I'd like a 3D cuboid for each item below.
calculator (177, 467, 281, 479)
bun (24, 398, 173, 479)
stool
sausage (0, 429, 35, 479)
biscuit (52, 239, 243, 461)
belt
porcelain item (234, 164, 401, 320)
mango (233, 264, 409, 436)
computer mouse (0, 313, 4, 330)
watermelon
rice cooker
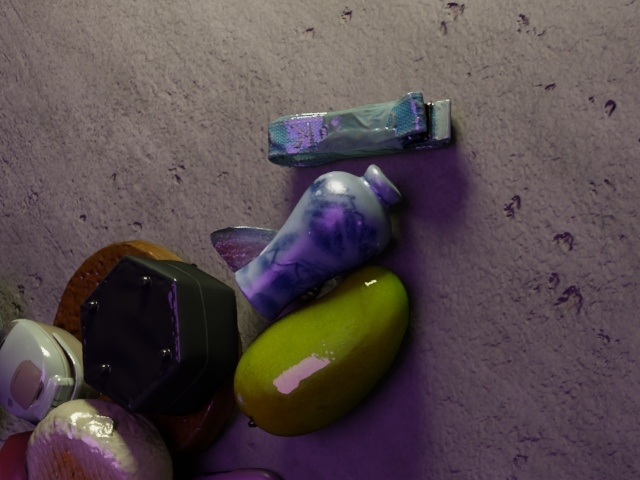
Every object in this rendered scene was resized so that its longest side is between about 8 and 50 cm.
[{"bbox_3d":[-0.161,0.441,1.653,0.294,0.043,0.194,-18,69,28],"label":"calculator"},{"bbox_3d":[-0.323,0.339,1.651,0.244,0.153,0.244,7,111,17],"label":"bun"},{"bbox_3d":[-0.236,0.138,1.618,0.232,0.141,0.232,-6,79,35],"label":"stool"},{"bbox_3d":[-0.462,0.427,1.799,0.148,0.148,0.254,-22,67,28],"label":"sausage"},{"bbox_3d":[-0.287,0.189,1.781,0.394,0.070,0.350,44,108,32],"label":"biscuit"},{"bbox_3d":[0.053,-0.156,1.620,0.302,0.087,0.072,-6,72,33],"label":"belt"},{"bbox_3d":[0.000,0.000,1.577,0.259,0.141,0.141,-41,59,8],"label":"porcelain item"},{"bbox_3d":[0.006,0.157,1.553,0.293,0.143,0.175,-42,52,7],"label":"mango"},{"bbox_3d":[-0.643,0.232,1.984,0.203,0.114,0.374,17,97,33],"label":"computer mouse"},{"bbox_3d":[-0.079,0.027,1.666,0.180,0.081,0.094,30,75,0],"label":"watermelon"},{"bbox_3d":[-0.439,0.210,1.769,0.206,0.127,0.145,34,104,32],"label":"rice cooker"}]
